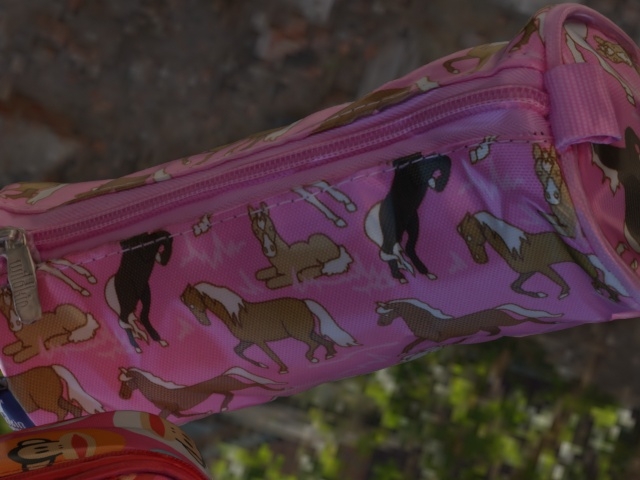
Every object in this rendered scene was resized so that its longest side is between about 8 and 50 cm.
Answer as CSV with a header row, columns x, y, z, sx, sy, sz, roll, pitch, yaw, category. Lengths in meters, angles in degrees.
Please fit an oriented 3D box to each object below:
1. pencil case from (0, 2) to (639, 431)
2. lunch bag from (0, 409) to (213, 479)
x,y,z,sx,sy,sz,roll,pitch,yaw,category
0.000,0.000,0.994,0.386,0.160,0.167,-15,-170,29,pencil case
-0.114,0.232,0.891,0.258,0.293,0.120,-14,-167,-10,lunch bag
